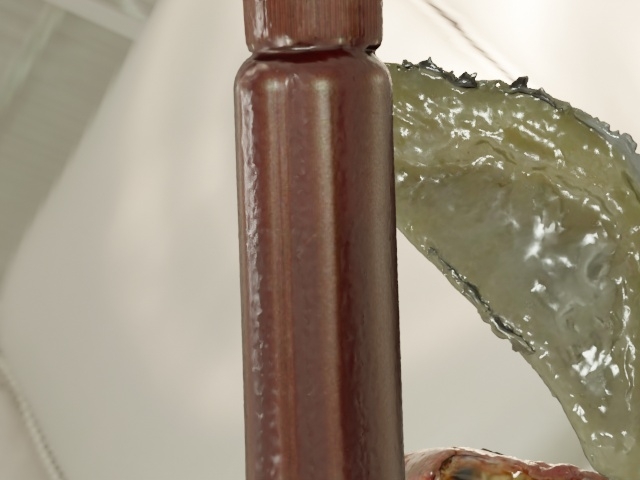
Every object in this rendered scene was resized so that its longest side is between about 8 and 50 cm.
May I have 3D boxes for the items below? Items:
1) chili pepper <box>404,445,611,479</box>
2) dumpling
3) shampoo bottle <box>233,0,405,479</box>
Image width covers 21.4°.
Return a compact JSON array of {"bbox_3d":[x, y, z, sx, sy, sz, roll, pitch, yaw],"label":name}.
[{"bbox_3d":[0.156,0.259,1.385,0.229,0.251,0.305,-42,-3,-20],"label":"chili pepper"},{"bbox_3d":[0.151,-0.009,1.095,0.166,0.086,0.332,-45,77,20],"label":"dumpling"},{"bbox_3d":[0.000,0.000,0.712,0.064,0.102,0.260,-1,94,18],"label":"shampoo bottle"}]
